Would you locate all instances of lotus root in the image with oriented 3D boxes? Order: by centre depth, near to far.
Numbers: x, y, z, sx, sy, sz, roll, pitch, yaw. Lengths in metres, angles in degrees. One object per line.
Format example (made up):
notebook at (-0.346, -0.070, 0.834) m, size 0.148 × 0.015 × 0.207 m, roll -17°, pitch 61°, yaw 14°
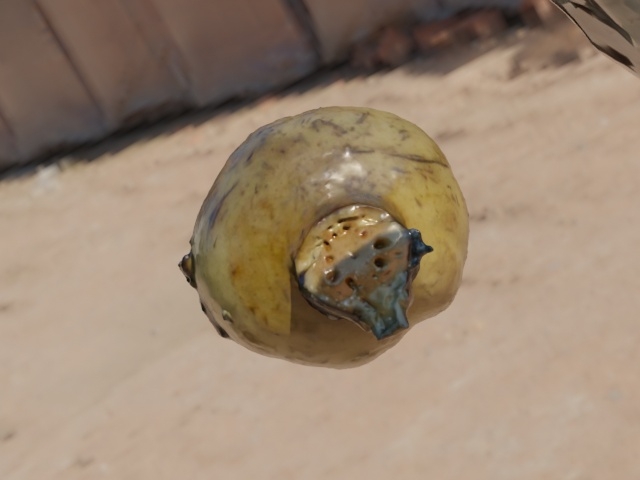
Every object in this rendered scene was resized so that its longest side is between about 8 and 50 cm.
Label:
lotus root at (0.000, 0.000, 1.042) m, size 0.154 × 0.140 × 0.257 m, roll -28°, pitch 1°, yaw -8°

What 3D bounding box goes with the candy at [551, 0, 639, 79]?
candy at (0.113, -0.167, 0.564) m, size 0.157 × 0.214 × 0.289 m, roll -20°, pitch 39°, yaw 22°
